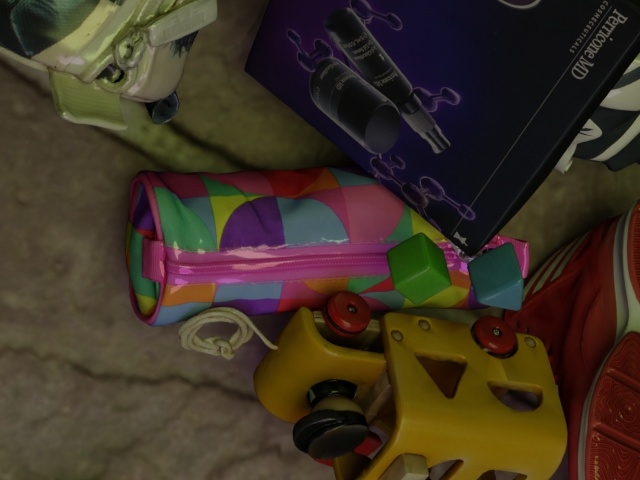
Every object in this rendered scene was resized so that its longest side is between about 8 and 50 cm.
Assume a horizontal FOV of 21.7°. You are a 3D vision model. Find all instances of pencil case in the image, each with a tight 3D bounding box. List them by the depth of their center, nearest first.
[{"bbox_3d":[-0.042,-0.256,0.862,0.160,0.183,0.410,11,122,-52],"label":"pencil case"},{"bbox_3d":[0.000,0.000,1.018,0.236,0.104,0.104,-3,100,-14],"label":"pencil case"}]

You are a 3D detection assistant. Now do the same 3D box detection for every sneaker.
[{"bbox_3d":[0.174,0.089,1.059,0.087,0.128,0.221,30,60,-20],"label":"sneaker"},{"bbox_3d":[0.210,-0.124,1.076,0.094,0.153,0.235,31,49,10],"label":"sneaker"}]

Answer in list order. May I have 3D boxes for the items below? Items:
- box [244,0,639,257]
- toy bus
[{"bbox_3d":[0.080,-0.131,0.901,0.184,0.261,0.103,38,61,6],"label":"box"},{"bbox_3d":[0.045,0.104,0.989,0.202,0.104,0.191,-20,140,11],"label":"toy bus"}]
